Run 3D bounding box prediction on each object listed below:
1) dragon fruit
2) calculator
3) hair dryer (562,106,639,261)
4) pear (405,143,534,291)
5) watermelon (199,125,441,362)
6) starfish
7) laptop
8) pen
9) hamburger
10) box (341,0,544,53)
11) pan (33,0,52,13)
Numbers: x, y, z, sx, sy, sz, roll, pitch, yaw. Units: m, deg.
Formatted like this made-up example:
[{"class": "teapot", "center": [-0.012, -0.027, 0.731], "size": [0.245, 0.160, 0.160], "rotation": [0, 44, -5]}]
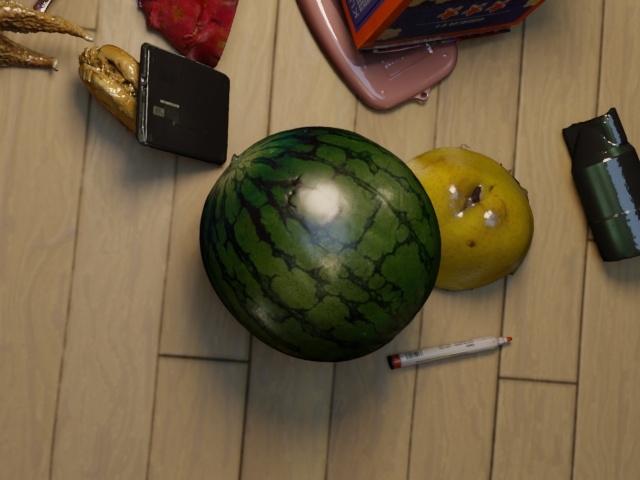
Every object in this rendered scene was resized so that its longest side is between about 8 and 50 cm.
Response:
[{"class": "dragon fruit", "center": [-0.182, -0.420, 1.447], "size": [0.163, 0.189, 0.262], "rotation": [18, 80, -40]}, {"class": "calculator", "center": [0.094, -0.375, 1.539], "size": [0.220, 0.048, 0.330], "rotation": [-33, 94, -12]}, {"class": "hair dryer", "center": [0.574, -0.124, 1.608], "size": [0.302, 0.116, 0.244], "rotation": [-19, 92, -22]}, {"class": "pear", "center": [0.243, -0.032, 1.494], "size": [0.266, 0.178, 0.267], "rotation": [0, 92, -9]}, {"class": "watermelon", "center": [0.000, 0.000, 1.368], "size": [0.363, 0.363, 0.363], "rotation": [0, 88, -11]}, {"class": "starfish", "center": [-0.498, -0.327, 1.321], "size": [0.299, 0.302, 0.060], "rotation": [-3, 63, 5]}, {"class": "laptop", "center": [-0.203, -0.203, 1.411], "size": [0.026, 0.207, 0.154], "rotation": [2, 86, 29]}, {"class": "pen", "center": [0.218, 0.183, 1.555], "size": [0.218, 0.026, 0.026], "rotation": [-10, 90, -12]}, {"class": "hamburger", "center": [-0.296, -0.227, 1.410], "size": [0.083, 0.138, 0.147], "rotation": [-46, 134, -13]}, {"class": "box", "center": [0.179, -0.507, 1.415], "size": [0.318, 0.257, 0.349], "rotation": [-15, 83, -24]}, {"class": "pan", "center": [-0.381, -0.431, 1.450], "size": [0.114, 0.040, 0.212], "rotation": [31, 76, -9]}]
